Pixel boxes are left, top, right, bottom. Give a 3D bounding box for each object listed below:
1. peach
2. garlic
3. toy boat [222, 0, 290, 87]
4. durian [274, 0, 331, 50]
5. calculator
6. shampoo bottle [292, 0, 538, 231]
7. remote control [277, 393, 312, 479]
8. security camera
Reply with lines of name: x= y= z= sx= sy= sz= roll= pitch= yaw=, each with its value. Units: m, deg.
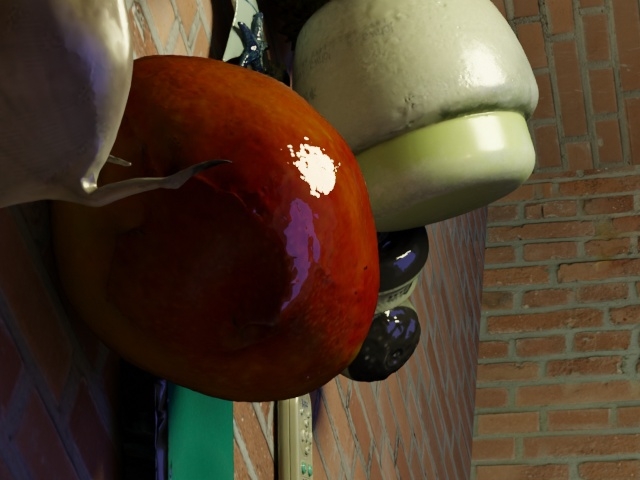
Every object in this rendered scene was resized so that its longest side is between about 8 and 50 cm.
peach: x=-0.098 y=-0.006 z=1.446 sx=0.372 sy=0.290 sz=0.372 roll=-9 pitch=90 yaw=-84
garlic: x=-0.220 y=-0.164 z=1.126 sx=0.231 sy=0.246 sz=0.340 roll=54 pitch=17 yaw=-85
toy boat: x=-0.100 y=-0.248 z=2.013 sx=0.210 sy=0.070 sz=0.291 roll=-86 pitch=161 yaw=-50
durian: x=0.024 y=-0.357 z=2.263 sx=0.200 sy=0.177 sz=0.237 roll=55 pitch=-33 yaw=18
calculator: x=-0.149 y=0.245 z=1.648 sx=0.248 sy=0.058 sz=0.274 roll=25 pitch=62 yaw=-74
shampoo bottle: x=0.120 y=-0.188 z=2.069 sx=0.322 sy=0.323 sz=0.317 roll=21 pitch=49 yaw=-75
remote control: x=-0.036 y=0.304 z=2.133 sx=0.078 sy=0.042 sz=0.221 roll=45 pitch=43 yaw=-71
security camera: x=0.054 y=0.081 z=2.246 sx=0.197 sy=0.191 sz=0.277 roll=-32 pitch=142 yaw=-30
